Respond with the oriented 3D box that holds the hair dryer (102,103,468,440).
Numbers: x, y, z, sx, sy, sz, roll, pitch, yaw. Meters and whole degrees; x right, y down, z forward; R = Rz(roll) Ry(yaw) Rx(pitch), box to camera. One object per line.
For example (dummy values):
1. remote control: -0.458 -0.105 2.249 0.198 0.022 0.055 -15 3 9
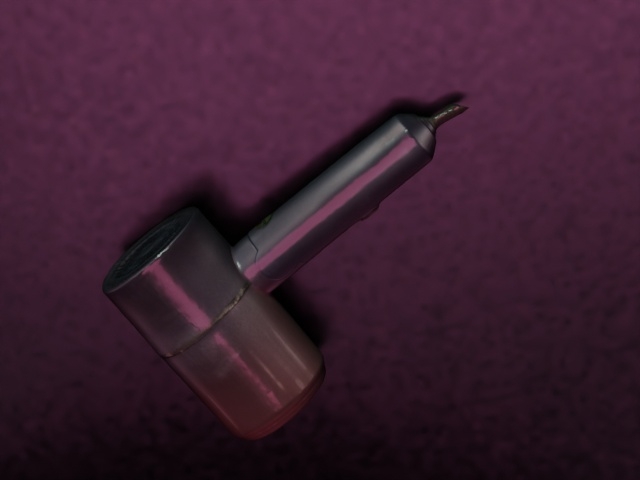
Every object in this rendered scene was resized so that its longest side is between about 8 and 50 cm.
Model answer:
1. hair dryer: 0.000 0.000 0.542 0.114 0.037 0.063 -40 104 6
